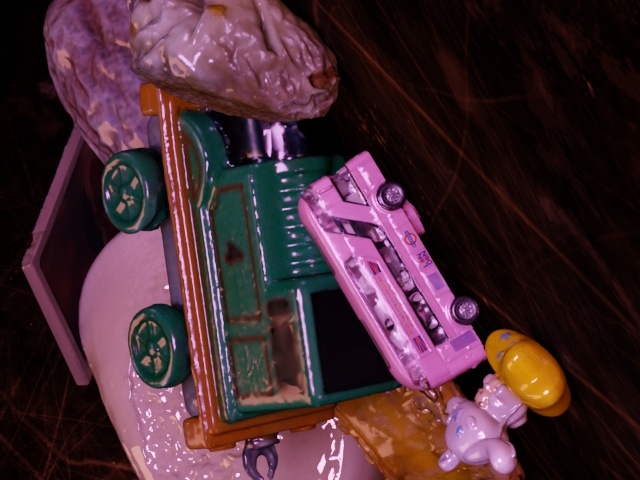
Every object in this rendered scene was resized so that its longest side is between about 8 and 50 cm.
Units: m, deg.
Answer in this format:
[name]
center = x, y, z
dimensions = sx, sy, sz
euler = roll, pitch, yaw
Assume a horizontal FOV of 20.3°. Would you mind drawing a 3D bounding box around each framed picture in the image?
[framed picture]
center = -0.274, -0.008, 2.107
dimensions = 0.211, 0.020, 0.289
euler = 73, -157, -44

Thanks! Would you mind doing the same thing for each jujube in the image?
[jujube]
center = -0.180, -0.175, 2.012
dimensions = 0.317, 0.226, 0.226
euler = 52, 172, 21

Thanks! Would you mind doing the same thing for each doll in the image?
[doll]
center = 0.128, 0.124, 1.300
dimensions = 0.071, 0.113, 0.135
euler = 41, 158, -14

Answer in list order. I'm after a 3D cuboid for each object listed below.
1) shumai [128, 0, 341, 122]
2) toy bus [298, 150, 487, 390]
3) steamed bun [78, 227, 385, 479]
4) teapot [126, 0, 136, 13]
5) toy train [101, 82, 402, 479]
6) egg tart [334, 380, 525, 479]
[shumai]
center = -0.066, -0.176, 1.454
dimensions = 0.184, 0.184, 0.141
euler = -173, 96, -83
[toy bus]
center = 0.061, 0.028, 1.497
dimensions = 0.203, 0.090, 0.063
euler = 60, 175, 3
[steamed bun]
center = -0.053, 0.167, 2.127
dimensions = 0.455, 0.290, 0.371
euler = 62, -165, 11
[teapot]
center = -0.103, -0.204, 1.579
dimensions = 0.165, 0.119, 0.130
euler = 54, 173, 36
[toy train]
center = -0.056, 0.015, 1.674
dimensions = 0.249, 0.178, 0.429
euler = -7, 91, 48
[egg tart]
center = 0.084, 0.174, 1.803
dimensions = 0.295, 0.116, 0.295
euler = 52, 174, 7
